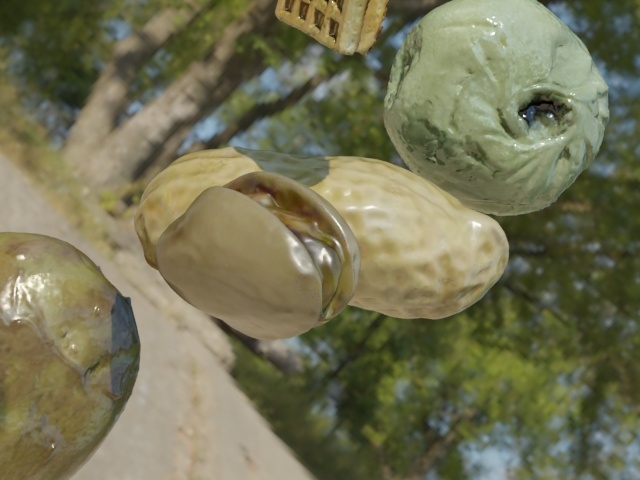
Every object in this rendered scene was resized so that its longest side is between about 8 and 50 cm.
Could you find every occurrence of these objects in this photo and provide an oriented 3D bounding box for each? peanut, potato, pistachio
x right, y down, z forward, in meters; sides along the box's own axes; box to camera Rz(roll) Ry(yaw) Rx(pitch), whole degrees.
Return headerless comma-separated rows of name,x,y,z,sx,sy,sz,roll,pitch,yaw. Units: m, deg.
peanut,0.000,0.000,1.292,0.325,0.153,0.140,10,28,2
potato,-0.291,0.133,1.438,0.288,0.237,0.300,98,-23,-57
pistachio,-0.040,0.012,0.973,0.149,0.113,0.113,25,-20,47

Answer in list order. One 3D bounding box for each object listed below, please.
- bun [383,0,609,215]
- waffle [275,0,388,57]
bun,0.165,-0.122,1.395,0.221,0.221,0.108,47,10,-23
waffle,0.021,-0.225,1.147,0.042,0.148,0.102,2,24,-37
